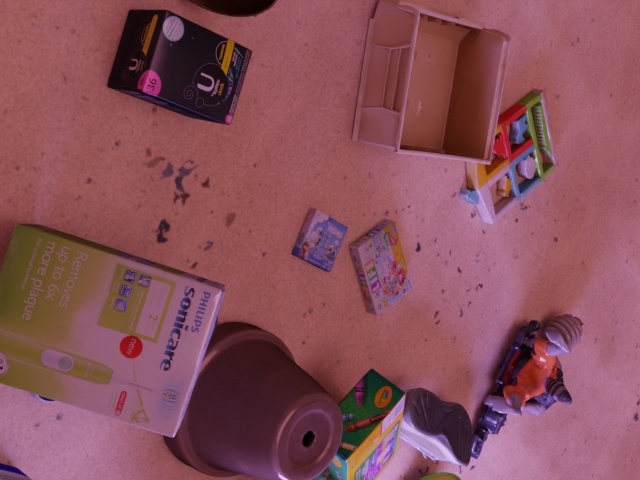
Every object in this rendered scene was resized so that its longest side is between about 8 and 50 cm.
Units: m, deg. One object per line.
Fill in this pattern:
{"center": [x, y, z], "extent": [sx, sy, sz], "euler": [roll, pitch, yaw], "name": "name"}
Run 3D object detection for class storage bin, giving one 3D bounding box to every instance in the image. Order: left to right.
{"center": [0.206, -0.285, 1.758], "extent": [0.262, 0.123, 0.260], "euler": [1, 101, -43], "name": "storage bin"}

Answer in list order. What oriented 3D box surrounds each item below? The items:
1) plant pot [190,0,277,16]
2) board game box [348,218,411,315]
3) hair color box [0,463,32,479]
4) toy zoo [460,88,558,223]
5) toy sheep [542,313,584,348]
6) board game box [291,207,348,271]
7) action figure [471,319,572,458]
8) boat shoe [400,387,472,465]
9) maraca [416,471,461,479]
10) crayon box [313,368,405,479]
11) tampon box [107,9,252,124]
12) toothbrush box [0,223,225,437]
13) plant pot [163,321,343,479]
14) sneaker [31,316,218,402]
{"center": [-0.110, -0.479, 1.374], "extent": [0.215, 0.215, 0.230], "euler": [49, 54, -39], "name": "plant pot"}
{"center": [0.115, 0.051, 1.830], "extent": [0.103, 0.026, 0.154], "euler": [-36, 123, -30], "name": "board game box"}
{"center": [-0.477, 0.482, 1.285], "extent": [0.110, 0.185, 0.339], "euler": [29, 81, -43], "name": "hair color box"}
{"center": [0.394, -0.167, 2.027], "extent": [0.293, 0.030, 0.192], "euler": [-37, 124, -31], "name": "toy zoo"}
{"center": [0.563, 0.220, 2.255], "extent": [0.132, 0.091, 0.091], "euler": [-34, 122, -26], "name": "toy sheep"}
{"center": [0.000, 0.000, 1.713], "extent": [0.090, 0.020, 0.090], "euler": [27, 81, -43], "name": "board game box"}
{"center": [0.452, 0.345, 2.097], "extent": [0.341, 0.178, 0.330], "euler": [-64, 162, -4], "name": "action figure"}
{"center": [0.221, 0.383, 1.982], "extent": [0.320, 0.103, 0.118], "euler": [36, 57, -48], "name": "boat shoe"}
{"center": [0.220, 0.554, 2.020], "extent": [0.185, 0.099, 0.127], "euler": [-21, 107, -10], "name": "maraca"}
{"center": [0.068, 0.372, 1.754], "extent": [0.165, 0.081, 0.278], "euler": [-44, 155, -26], "name": "crayon box"}
{"center": [-0.203, -0.251, 1.399], "extent": [0.161, 0.101, 0.120], "euler": [16, 89, -44], "name": "tampon box"}
{"center": [-0.293, 0.116, 1.297], "extent": [0.283, 0.122, 0.206], "euler": [19, 89, -4], "name": "toothbrush box"}
{"center": [-0.092, 0.287, 1.562], "extent": [0.263, 0.229, 0.263], "euler": [-14, 112, -40], "name": "plant pot"}
{"center": [-0.279, 0.154, 1.402], "extent": [0.282, 0.153, 0.099], "euler": [-34, 122, -32], "name": "sneaker"}
